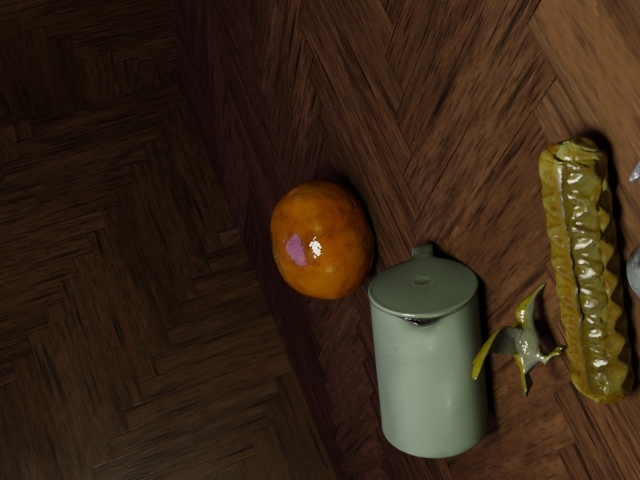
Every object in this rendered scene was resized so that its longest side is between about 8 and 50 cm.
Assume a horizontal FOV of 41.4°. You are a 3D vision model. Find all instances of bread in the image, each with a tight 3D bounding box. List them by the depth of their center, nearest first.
[{"bbox_3d":[0.340,0.045,1.076,0.077,0.084,0.367,-51,-50,-59],"label":"bread"}]

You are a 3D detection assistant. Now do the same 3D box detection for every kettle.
[{"bbox_3d":[0.212,0.197,1.562,0.205,0.265,0.318,12,125,36],"label":"kettle"}]

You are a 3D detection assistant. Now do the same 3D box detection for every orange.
[{"bbox_3d":[0.000,0.000,1.956,0.284,0.226,0.284,165,90,-81],"label":"orange"}]

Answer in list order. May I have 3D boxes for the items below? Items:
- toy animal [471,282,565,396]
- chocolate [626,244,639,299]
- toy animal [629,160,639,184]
[{"bbox_3d":[0.321,0.147,1.275,0.095,0.155,0.219,40,-163,19],"label":"toy animal"},{"bbox_3d":[0.394,0.079,0.938,0.072,0.072,0.167,130,121,-73],"label":"chocolate"},{"bbox_3d":[0.383,-0.058,0.813,0.239,0.176,0.255,29,101,64],"label":"toy animal"}]
